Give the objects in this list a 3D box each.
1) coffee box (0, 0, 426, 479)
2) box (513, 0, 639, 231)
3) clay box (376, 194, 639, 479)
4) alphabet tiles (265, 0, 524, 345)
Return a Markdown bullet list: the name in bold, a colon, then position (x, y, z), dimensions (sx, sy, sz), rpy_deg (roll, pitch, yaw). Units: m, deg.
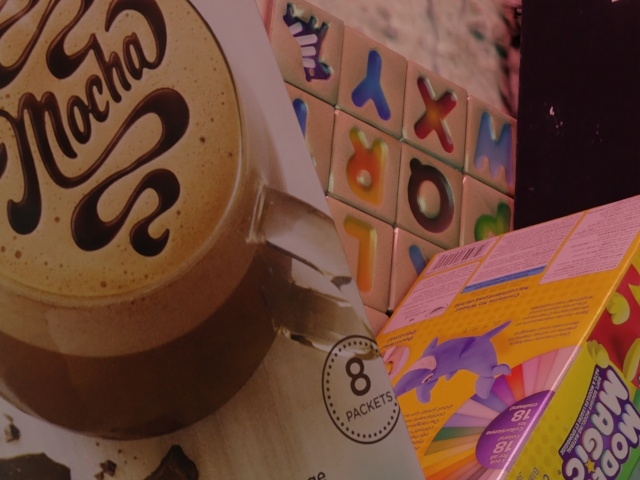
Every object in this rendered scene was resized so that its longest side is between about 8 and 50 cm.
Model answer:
- **coffee box**: position (-0.104, -0.024, 0.553), dimensions (0.168, 0.119, 0.297), rpy_deg (-22, 93, -42)
- **box**: position (0.261, -0.102, 0.899), dimensions (0.312, 0.179, 0.343), rpy_deg (23, 62, -39)
- **clay box**: position (0.052, 0.076, 0.663), dimensions (0.053, 0.127, 0.222), rpy_deg (53, 48, -19)
- **alphabet tiles**: position (0.000, 0.000, 0.733), dimensions (0.237, 0.009, 0.198), rpy_deg (24, 62, -38)
